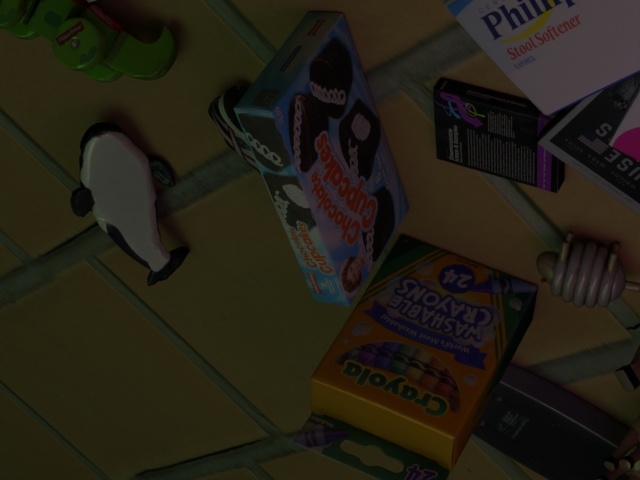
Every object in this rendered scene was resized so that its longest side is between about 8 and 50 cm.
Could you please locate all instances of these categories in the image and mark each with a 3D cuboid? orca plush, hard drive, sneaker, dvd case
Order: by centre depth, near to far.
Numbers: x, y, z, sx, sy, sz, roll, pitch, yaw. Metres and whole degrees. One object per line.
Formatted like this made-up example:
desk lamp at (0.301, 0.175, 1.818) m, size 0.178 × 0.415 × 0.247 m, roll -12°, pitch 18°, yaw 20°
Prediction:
dvd case at (0.373, -0.125, 1.680) m, size 0.179 × 0.030 × 0.239 m, roll 34°, pitch 141°, yaw -7°
sneaker at (-0.082, -0.129, 2.046) m, size 0.077 × 0.072 × 0.178 m, roll -4°, pitch 124°, yaw 57°
hard drive at (0.334, 0.275, 2.198) m, size 0.254 × 0.054 × 0.172 m, roll 30°, pitch 146°, yaw 6°
orca plush at (-0.280, -0.074, 2.275) m, size 0.151 × 0.102 × 0.287 m, roll -34°, pitch 129°, yaw 7°

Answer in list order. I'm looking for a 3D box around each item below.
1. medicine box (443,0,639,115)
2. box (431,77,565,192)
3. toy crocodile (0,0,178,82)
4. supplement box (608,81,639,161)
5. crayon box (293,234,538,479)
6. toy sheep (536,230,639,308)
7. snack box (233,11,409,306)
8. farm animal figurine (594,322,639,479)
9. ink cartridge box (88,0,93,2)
medicine box at (0.291, -0.286, 1.341) m, size 0.149 × 0.289 × 0.263 m, roll 45°, pitch 144°, yaw -15°
box at (0.212, -0.126, 1.831) m, size 0.162 × 0.029 × 0.116 m, roll 17°, pitch 141°, yaw 21°
toy crocodile at (-0.345, -0.295, 2.015) m, size 0.340 × 0.105 × 0.115 m, roll 28°, pitch -177°, yaw 16°
supplement box at (0.378, -0.169, 1.475) m, size 0.111 × 0.220 × 0.114 m, roll 30°, pitch 145°, yaw 6°
crayon box at (0.125, 0.157, 1.985) m, size 0.203 × 0.323 × 0.083 m, roll 21°, pitch 144°, yaw 17°
toy sheep at (0.330, 0.041, 1.893) m, size 0.132 × 0.091 × 0.091 m, roll 16°, pitch 142°, yaw 16°
snack box at (0.010, -0.096, 1.891) m, size 0.060 × 0.187 × 0.322 m, roll 9°, pitch 139°, yaw 31°
farm animal figurine at (0.484, 0.211, 1.918) m, size 0.330 × 0.172 × 0.327 m, roll 2°, pitch 123°, yaw 48°
ink cartridge box at (-0.294, -0.412, 1.871) m, size 0.171 × 0.056 × 0.235 m, roll -9°, pitch 131°, yaw 45°
